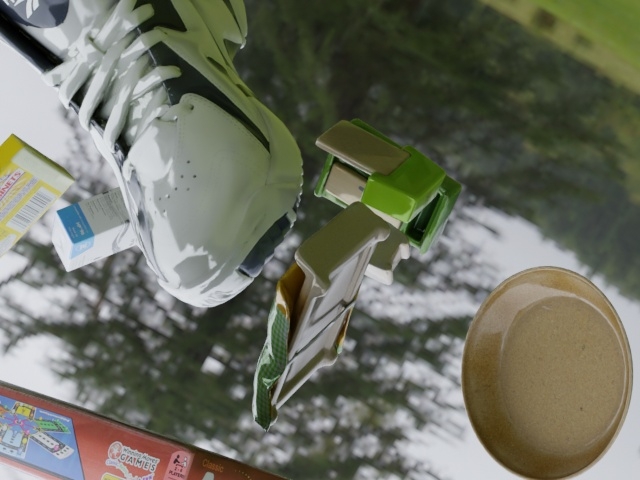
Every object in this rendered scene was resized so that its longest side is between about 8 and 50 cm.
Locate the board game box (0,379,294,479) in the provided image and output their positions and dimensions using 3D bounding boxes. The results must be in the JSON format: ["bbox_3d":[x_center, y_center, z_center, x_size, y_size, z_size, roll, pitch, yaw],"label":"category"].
[{"bbox_3d":[-0.112,0.069,0.552,0.281,0.027,0.145,12,170,36],"label":"board game box"}]

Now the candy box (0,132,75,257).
[{"bbox_3d":[-0.329,-0.005,1.377,0.027,0.206,0.105,45,-179,25],"label":"candy box"}]

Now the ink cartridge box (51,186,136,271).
[{"bbox_3d":[-0.138,-0.014,0.997,0.028,0.083,0.048,61,157,15],"label":"ink cartridge box"}]

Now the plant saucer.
[{"bbox_3d":[0.090,0.052,0.568,0.015,0.083,0.083,6,-159,-42],"label":"plant saucer"}]

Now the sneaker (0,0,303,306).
[{"bbox_3d":[-0.098,-0.081,0.667,0.153,0.094,0.235,32,-145,-35],"label":"sneaker"}]

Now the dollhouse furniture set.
[{"bbox_3d":[0.000,0.000,0.585,0.059,0.076,0.152,31,-144,14],"label":"dollhouse furniture set"}]
